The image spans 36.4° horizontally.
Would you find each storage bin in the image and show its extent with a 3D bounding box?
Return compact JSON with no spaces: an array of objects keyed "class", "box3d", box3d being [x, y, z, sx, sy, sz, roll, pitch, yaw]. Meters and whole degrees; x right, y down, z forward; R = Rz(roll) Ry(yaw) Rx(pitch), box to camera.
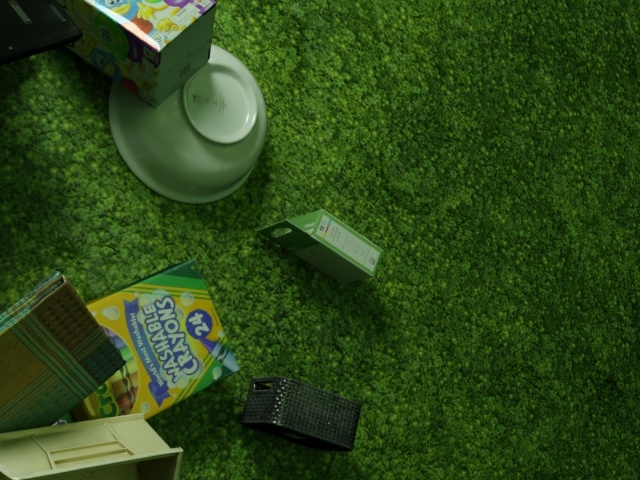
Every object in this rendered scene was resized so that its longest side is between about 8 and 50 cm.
[{"class":"storage bin","box3d":[-0.033,0.302,1.690,0.180,0.122,0.084,24,69,-29]},{"class":"storage bin","box3d":[-0.355,0.401,1.384,0.260,0.123,0.262,-2,112,-35]}]

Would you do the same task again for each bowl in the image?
[{"class":"bowl","box3d":[-0.199,-0.220,1.666,0.298,0.134,0.298,7,77,-34]}]

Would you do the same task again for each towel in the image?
[{"class":"towel","box3d":[-0.452,0.223,1.315,0.370,0.271,0.040,-40,61,-16]}]

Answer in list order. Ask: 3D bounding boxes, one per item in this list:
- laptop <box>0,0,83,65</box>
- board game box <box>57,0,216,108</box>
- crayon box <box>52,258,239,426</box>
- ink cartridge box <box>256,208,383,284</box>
[{"class":"laptop","box3d":[-0.623,-0.308,1.312,0.382,0.236,0.408,52,41,2]},{"class":"board game box","box3d":[-0.319,-0.364,1.533,0.275,0.142,0.144,35,59,9]},{"class":"crayon box","box3d":[-0.308,0.183,1.548,0.323,0.083,0.203,-25,96,-34]},{"class":"ink cartridge box","box3d":[0.000,0.000,1.776,0.209,0.109,0.062,33,64,-25]}]
